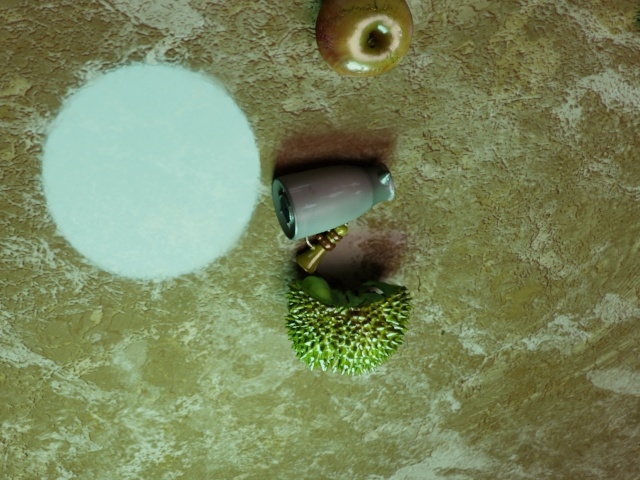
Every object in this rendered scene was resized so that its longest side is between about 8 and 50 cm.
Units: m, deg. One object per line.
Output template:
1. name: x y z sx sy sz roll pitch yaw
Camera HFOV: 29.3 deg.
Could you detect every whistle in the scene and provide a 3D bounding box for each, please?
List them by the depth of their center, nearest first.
1. whistle: -0.001 0.000 2.109 0.109 0.057 0.046 -52 176 16

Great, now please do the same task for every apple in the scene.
1. apple: 0.061 -0.304 1.763 0.146 0.146 0.146 -13 137 -12

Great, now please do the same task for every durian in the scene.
1. durian: 0.046 0.147 2.153 0.237 0.200 0.176 -8 121 -39

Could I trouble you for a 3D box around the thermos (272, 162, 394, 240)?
1. thermos: 0.024 -0.070 2.007 0.193 0.105 0.137 -17 164 -18
